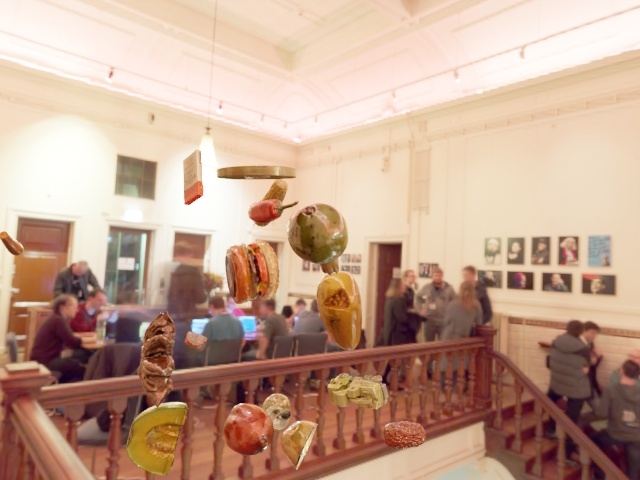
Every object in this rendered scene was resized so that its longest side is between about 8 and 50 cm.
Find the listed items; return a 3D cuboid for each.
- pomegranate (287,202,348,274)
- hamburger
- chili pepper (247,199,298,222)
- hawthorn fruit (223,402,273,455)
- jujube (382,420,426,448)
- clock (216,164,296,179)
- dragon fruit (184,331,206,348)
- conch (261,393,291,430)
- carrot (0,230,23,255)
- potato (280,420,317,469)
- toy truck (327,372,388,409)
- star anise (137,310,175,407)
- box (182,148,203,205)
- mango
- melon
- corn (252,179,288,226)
[{"bbox_3d":[0.000,0.000,1.423,0.202,0.248,0.202,-12,35,8],"label":"pomegranate"},{"bbox_3d":[-0.356,0.162,2.410,0.250,0.330,0.330,-7,0,-19],"label":"hamburger"},{"bbox_3d":[-0.226,-0.131,1.864,0.137,0.092,0.368,-42,25,-20],"label":"chili pepper"},{"bbox_3d":[-0.231,0.640,1.555,0.188,0.169,0.169,4,-2,40],"label":"hawthorn fruit"},{"bbox_3d":[0.346,0.800,1.907,0.176,0.109,0.112,2,-3,-9],"label":"jujube"},{"bbox_3d":[-0.186,-0.193,1.347,0.234,0.029,0.235,-1,3,0],"label":"clock"},{"bbox_3d":[-0.527,0.423,1.932,0.083,0.060,0.056,23,-41,-15],"label":"dragon fruit"},{"bbox_3d":[-0.174,0.664,1.798,0.116,0.173,0.106,19,-50,-14],"label":"conch"},{"bbox_3d":[-1.297,0.013,1.932,0.055,0.055,0.161,3,-26,-8],"label":"carrot"},{"bbox_3d":[-0.101,0.804,1.857,0.117,0.182,0.202,25,16,13],"label":"potato"},{"bbox_3d":[0.107,0.471,1.416,0.191,0.085,0.116,-9,4,39],"label":"toy truck"},{"bbox_3d":[-0.543,0.399,1.536,0.108,0.316,0.315,3,-3,-28],"label":"star anise"},{"bbox_3d":[-0.618,-0.305,2.240,0.139,0.245,0.035,-25,-24,39],"label":"box"},{"bbox_3d":[0.094,0.296,1.925,0.182,0.365,0.253,-16,23,4],"label":"mango"},{"bbox_3d":[-0.573,0.655,1.601,0.169,0.265,0.129,16,8,-20],"label":"melon"},{"bbox_3d":[-0.248,-0.179,2.298,0.101,0.101,0.310,6,-45,-37],"label":"corn"}]
